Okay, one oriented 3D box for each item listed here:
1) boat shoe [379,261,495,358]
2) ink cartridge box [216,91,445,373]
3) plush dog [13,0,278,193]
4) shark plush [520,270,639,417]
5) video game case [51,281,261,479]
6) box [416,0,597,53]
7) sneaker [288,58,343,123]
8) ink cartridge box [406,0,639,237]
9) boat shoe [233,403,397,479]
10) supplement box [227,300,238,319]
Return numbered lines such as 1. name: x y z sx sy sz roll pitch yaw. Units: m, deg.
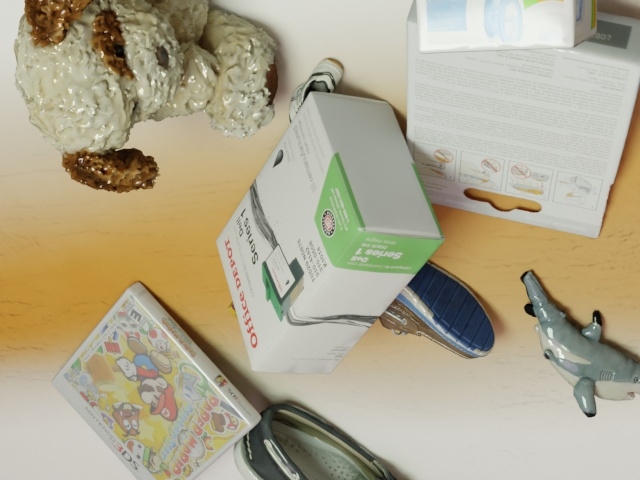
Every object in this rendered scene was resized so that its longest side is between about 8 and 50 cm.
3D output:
1. boat shoe: 0.088 0.057 1.149 0.183 0.066 0.066 40 136 2
2. ink cartridge box: 0.000 0.000 1.060 0.093 0.160 0.219 5 140 -31
3. plush dog: -0.172 -0.168 0.965 0.211 0.225 0.262 2 127 21
4. shark plush: 0.249 0.092 1.131 0.067 0.073 0.161 -38 85 19
5. video game case: -0.196 0.183 1.354 0.206 0.026 0.227 47 131 3
6. box: 0.130 -0.239 0.821 0.114 0.103 0.203 1 105 22
7. sneaker: -0.011 -0.127 1.056 0.032 0.037 0.083 30 133 -4
8. ink cartridge box: 0.167 -0.107 1.003 0.189 0.066 0.232 13 151 13
9. boat shoe: 0.041 0.295 1.319 0.302 0.114 0.091 32 138 -4
10. supplement box: -0.046 0.064 1.218 0.083 0.043 0.055 -29 110 36
